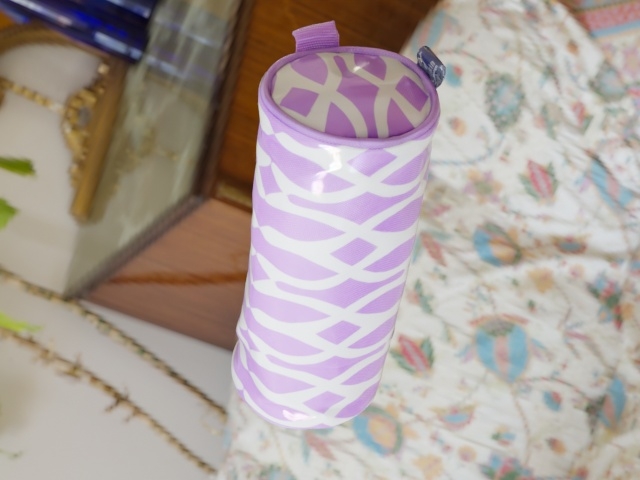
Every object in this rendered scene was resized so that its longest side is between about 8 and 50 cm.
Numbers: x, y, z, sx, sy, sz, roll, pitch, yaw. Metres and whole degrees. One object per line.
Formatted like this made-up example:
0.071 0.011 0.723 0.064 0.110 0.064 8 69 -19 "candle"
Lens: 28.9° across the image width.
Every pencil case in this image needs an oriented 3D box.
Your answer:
0.000 0.000 0.602 0.088 0.086 0.206 51 144 39 "pencil case"
